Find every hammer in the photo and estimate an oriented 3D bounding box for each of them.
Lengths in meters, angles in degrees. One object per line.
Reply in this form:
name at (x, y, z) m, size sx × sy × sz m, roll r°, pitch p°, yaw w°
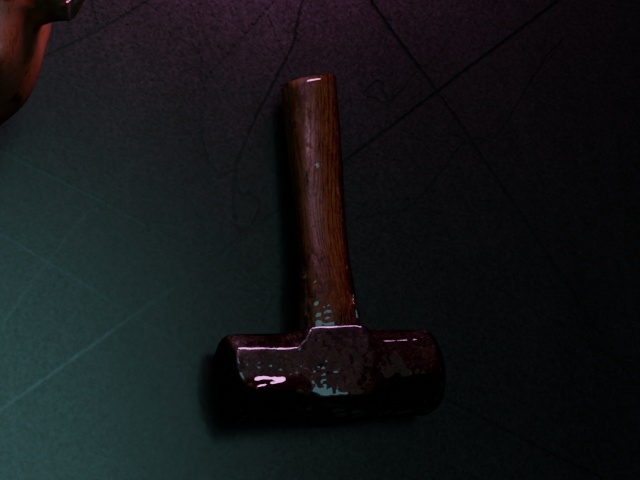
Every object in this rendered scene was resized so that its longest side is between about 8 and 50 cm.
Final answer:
hammer at (0.000, 0.000, 2.038) m, size 0.242 × 0.095 × 0.409 m, roll 2°, pitch 71°, yaw -19°

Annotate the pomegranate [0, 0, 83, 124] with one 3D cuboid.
pomegranate at (-0.390, -0.246, 1.832) m, size 0.338 × 0.338 × 0.338 m, roll 6°, pitch 71°, yaw -18°
